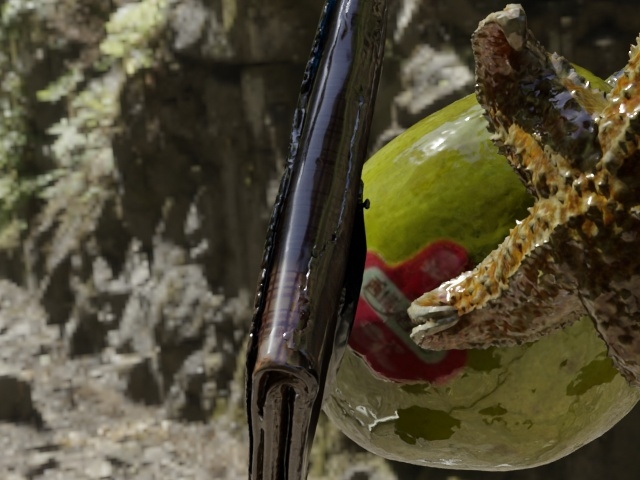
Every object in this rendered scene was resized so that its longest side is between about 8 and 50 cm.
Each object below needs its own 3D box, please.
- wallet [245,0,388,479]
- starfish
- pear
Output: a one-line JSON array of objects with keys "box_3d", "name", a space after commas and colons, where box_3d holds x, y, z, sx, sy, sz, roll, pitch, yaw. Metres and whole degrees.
[{"box_3d": [0.000, 0.000, 0.588, 0.042, 0.124, 0.230, 6, 49, 2], "name": "wallet"}, {"box_3d": [0.181, -0.006, 0.745, 0.113, 0.312, 0.303, -11, 15, -39], "name": "starfish"}, {"box_3d": [0.150, 0.012, 1.035, 0.287, 0.375, 0.287, 32, 11, -7], "name": "pear"}]
